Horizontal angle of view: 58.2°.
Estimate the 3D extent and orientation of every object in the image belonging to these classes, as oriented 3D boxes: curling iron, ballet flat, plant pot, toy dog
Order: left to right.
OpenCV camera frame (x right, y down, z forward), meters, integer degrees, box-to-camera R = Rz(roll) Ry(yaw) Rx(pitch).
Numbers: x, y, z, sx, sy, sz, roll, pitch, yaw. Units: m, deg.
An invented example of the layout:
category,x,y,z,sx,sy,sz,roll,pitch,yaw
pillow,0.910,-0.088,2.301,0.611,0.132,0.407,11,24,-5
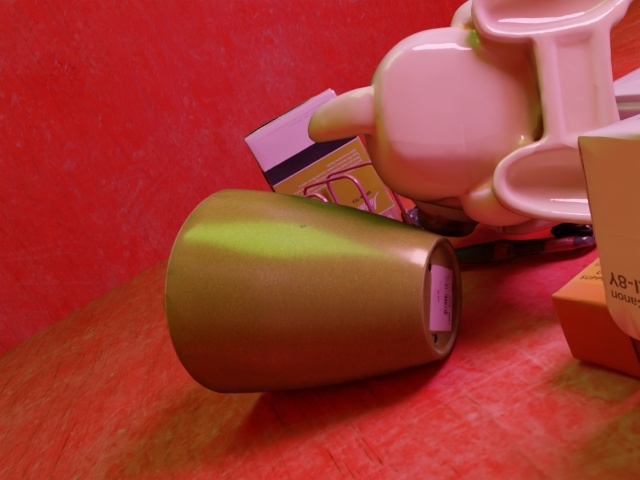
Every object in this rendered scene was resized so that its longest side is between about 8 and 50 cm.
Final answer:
category,x,y,z,sx,sy,sz,roll,pitch,yaw
plant pot,0.013,0.063,0.711,0.293,0.275,0.275,-2,26,30
ballet flat,0.215,-0.074,1.193,0.057,0.049,0.173,-18,17,35
toy dog,0.206,-0.117,0.775,0.394,0.285,0.408,-15,-6,8
curling iron,0.262,0.011,0.810,0.273,0.035,0.068,-17,8,44

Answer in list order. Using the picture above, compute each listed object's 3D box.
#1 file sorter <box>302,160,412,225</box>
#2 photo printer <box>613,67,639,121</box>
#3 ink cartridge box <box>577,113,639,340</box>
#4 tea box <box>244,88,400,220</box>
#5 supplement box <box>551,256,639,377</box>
category,x,y,z,sx,sy,sz,roll,pitch,yaw
file sorter,0.000,0.000,1.065,0.290,0.182,0.202,-36,15,-30
photo printer,0.545,-0.216,0.759,0.307,0.107,0.256,-28,13,0
ink cartridge box,0.406,-0.049,0.332,0.384,0.161,0.279,-21,13,-10
tea box,-0.009,-0.157,1.362,0.219,0.324,0.329,-29,14,0
supplement box,0.326,0.024,0.534,0.233,0.080,0.078,-31,16,-22
